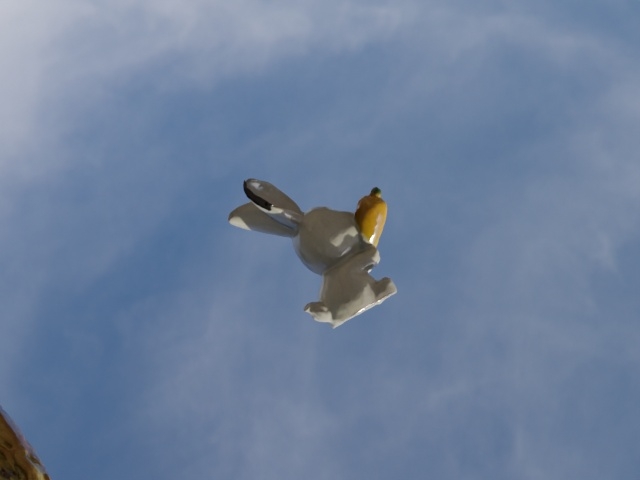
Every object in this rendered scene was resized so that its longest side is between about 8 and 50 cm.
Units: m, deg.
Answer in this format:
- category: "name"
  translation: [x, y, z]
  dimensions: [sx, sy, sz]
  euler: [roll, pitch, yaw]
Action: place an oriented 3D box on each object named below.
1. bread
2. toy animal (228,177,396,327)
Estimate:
- category: "bread"
  translation: [-0.432, 0.305, 1.357]
  dimensions: [0.099, 0.210, 0.235]
  euler: [-41, -106, -18]
- category: "toy animal"
  translation: [0.000, 0.000, 1.090]
  dimensions: [0.127, 0.131, 0.181]
  euler: [-21, -101, -38]
